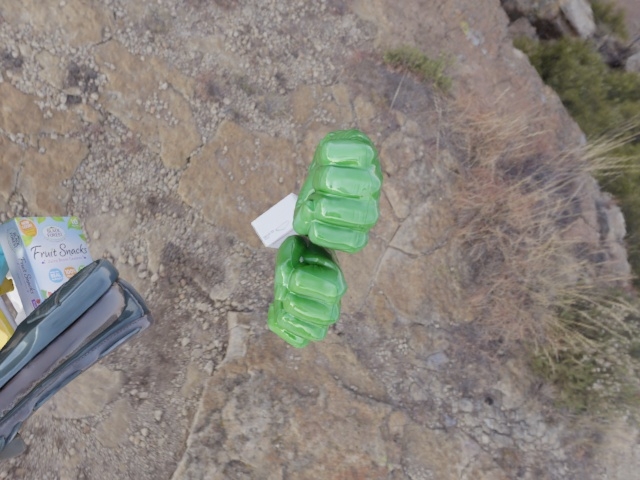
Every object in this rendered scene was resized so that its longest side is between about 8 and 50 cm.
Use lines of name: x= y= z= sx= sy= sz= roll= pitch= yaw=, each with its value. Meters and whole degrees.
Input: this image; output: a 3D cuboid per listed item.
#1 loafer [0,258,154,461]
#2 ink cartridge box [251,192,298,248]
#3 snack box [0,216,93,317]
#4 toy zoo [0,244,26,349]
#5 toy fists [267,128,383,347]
loafer: x=-0.245 y=0.134 z=0.394 sx=0.084 sy=0.096 sz=0.267 roll=51 pitch=61 yaw=-24
ink cartridge box: x=-0.077 y=-0.044 z=1.225 sx=0.127 sy=0.175 sz=0.072 roll=-35 pitch=79 yaw=8
snack box: x=-0.335 y=0.041 z=0.626 sx=0.141 sy=0.037 sz=0.100 roll=69 pitch=15 yaw=3
toy zoo: x=-0.381 y=0.059 z=0.550 sx=0.030 sy=0.192 sz=0.293 roll=-15 pitch=121 yaw=-10
toy fists: x=0.000 y=0.000 z=0.601 sx=0.096 sy=0.142 sz=0.279 roll=14 pitch=114 yaw=-16
